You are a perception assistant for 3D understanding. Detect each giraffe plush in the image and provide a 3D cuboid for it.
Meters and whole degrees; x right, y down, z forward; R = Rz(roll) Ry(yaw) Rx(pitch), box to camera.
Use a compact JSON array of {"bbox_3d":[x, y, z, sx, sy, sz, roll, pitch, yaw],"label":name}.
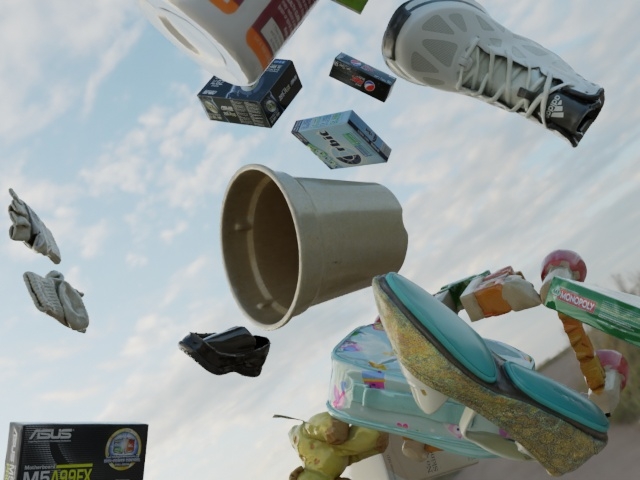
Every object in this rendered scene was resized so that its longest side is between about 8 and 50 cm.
[{"bbox_3d":[0.012,0.400,1.421,0.210,0.170,0.181,3,-25,4],"label":"giraffe plush"}]

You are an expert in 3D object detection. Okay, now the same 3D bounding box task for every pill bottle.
[{"bbox_3d":[-0.072,-0.442,1.186,0.392,0.224,0.224,-54,-14,-8],"label":"pill bottle"}]

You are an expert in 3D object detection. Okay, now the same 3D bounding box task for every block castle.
[{"bbox_3d":[0.329,0.221,1.577,0.453,0.303,0.213,-22,6,26],"label":"block castle"}]

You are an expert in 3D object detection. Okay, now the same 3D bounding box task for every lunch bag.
[{"bbox_3d":[0.148,0.203,1.128,0.224,0.279,0.108,-32,-51,-67],"label":"lunch bag"}]

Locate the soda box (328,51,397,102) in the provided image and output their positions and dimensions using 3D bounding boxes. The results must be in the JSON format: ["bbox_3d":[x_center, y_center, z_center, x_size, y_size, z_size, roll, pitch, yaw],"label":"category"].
[{"bbox_3d":[0.111,-0.431,2.140,0.053,0.169,0.060,-53,-12,-50],"label":"soda box"}]

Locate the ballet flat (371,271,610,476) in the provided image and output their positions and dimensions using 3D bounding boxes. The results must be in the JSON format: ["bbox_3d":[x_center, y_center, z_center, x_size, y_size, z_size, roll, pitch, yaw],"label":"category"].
[{"bbox_3d":[0.177,0.169,0.932,0.123,0.348,0.123,-51,16,21],"label":"ballet flat"}]

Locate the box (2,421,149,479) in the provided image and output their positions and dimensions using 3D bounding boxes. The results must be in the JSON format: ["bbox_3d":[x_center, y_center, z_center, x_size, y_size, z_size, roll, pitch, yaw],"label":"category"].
[{"bbox_3d":[-0.465,0.455,1.544,0.060,0.216,0.270,-4,-12,44],"label":"box"}]

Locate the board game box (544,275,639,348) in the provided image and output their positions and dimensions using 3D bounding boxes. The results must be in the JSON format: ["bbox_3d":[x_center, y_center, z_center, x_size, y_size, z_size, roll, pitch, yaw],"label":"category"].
[{"bbox_3d":[0.444,0.117,0.955,0.213,0.046,0.317,13,6,-21],"label":"board game box"}]

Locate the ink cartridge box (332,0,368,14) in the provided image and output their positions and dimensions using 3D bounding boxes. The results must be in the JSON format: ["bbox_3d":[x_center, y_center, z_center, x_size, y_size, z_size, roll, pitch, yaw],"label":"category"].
[{"bbox_3d":[0.053,-0.566,1.447,0.189,0.097,0.255,19,-56,-25],"label":"ink cartridge box"}]

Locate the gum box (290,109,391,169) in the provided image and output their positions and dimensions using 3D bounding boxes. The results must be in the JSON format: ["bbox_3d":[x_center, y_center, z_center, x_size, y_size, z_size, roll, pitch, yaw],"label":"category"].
[{"bbox_3d":[0.048,-0.232,1.896,0.184,0.041,0.157,-3,-33,45],"label":"gum box"}]

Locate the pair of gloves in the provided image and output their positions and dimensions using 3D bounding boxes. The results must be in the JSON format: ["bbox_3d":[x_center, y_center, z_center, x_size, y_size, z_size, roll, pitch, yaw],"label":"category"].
[{"bbox_3d":[-0.460,0.043,1.378,0.042,0.240,0.204,-26,-22,-3],"label":"pair of gloves"}]

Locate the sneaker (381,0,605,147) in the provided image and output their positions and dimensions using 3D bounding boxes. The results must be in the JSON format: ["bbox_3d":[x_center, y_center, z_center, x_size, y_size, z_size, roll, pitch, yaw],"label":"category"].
[{"bbox_3d":[0.332,-0.290,1.389,0.447,0.257,0.169,6,-65,-38],"label":"sneaker"}]

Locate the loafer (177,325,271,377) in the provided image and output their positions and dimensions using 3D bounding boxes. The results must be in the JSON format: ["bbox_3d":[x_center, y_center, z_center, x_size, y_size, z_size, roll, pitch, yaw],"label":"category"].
[{"bbox_3d":[-0.153,0.170,1.328,0.078,0.080,0.220,-59,-25,2],"label":"loafer"}]

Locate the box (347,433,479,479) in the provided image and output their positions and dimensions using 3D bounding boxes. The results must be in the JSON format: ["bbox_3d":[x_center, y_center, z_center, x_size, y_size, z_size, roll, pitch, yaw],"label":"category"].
[{"bbox_3d":[0.210,0.492,1.887,0.311,0.148,0.121,-2,-22,-43],"label":"box"}]

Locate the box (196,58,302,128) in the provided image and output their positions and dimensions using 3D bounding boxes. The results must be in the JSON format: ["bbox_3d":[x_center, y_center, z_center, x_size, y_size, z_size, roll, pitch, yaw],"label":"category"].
[{"bbox_3d":[-0.157,-0.333,1.806,0.147,0.180,0.077,-57,-38,-29],"label":"box"}]

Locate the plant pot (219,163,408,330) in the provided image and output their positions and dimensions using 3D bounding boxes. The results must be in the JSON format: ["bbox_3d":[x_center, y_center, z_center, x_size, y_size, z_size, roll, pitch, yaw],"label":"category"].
[{"bbox_3d":[0.000,0.000,1.688,0.305,0.334,0.334,-7,-30,-33],"label":"plant pot"}]
